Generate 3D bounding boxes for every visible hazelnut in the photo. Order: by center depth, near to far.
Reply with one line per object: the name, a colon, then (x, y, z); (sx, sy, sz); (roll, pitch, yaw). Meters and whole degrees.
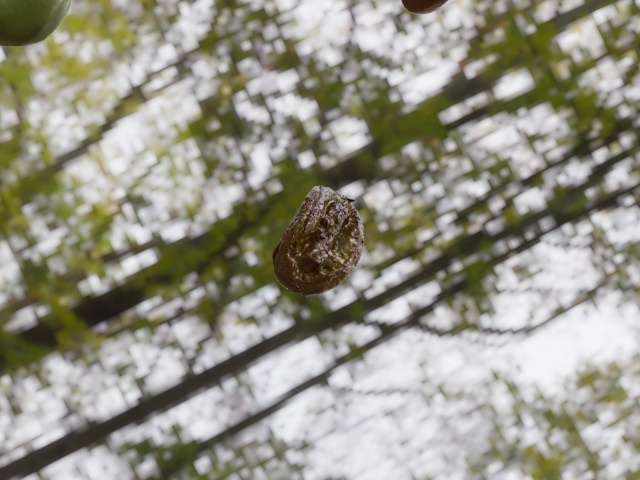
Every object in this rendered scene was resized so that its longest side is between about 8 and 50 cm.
hazelnut: (0.133, -0.331, 2.503); (0.086, 0.086, 0.086); (44, -32, 36)

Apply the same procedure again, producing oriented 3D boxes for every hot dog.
hot dog: (0.000, 0.000, 1.375); (0.058, 0.083, 0.035); (42, -31, -23)

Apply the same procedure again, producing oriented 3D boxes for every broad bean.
broad bean: (-0.199, -0.153, 1.249); (0.045, 0.083, 0.063); (139, -64, -73)
